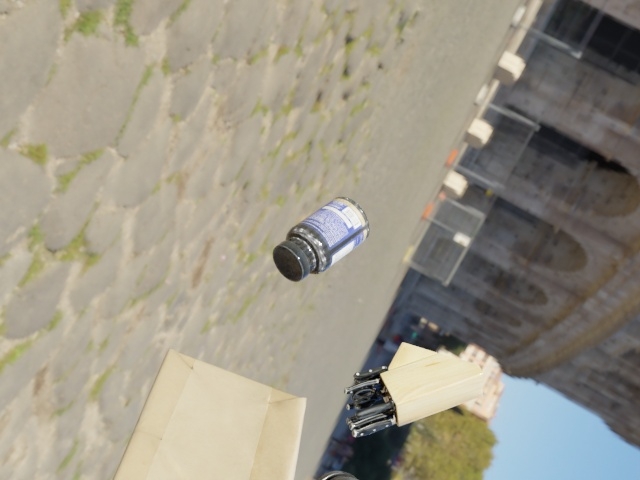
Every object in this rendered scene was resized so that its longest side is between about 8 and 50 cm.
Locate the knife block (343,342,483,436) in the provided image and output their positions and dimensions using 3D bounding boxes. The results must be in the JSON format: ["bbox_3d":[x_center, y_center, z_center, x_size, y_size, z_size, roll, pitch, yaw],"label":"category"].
[{"bbox_3d":[0.198,0.356,2.020,0.242,0.276,0.088,-57,152,-37],"label":"knife block"}]

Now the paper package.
[{"bbox_3d":[-0.157,0.332,0.940,0.309,0.168,0.324,-81,-166,-65],"label":"paper package"}]

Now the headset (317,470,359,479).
[{"bbox_3d":[0.039,0.571,1.791,0.243,0.394,0.185,-42,126,-88],"label":"headset"}]

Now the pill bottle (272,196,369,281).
[{"bbox_3d":[0.000,0.000,2.037,0.219,0.123,0.122,-35,158,-36],"label":"pill bottle"}]
